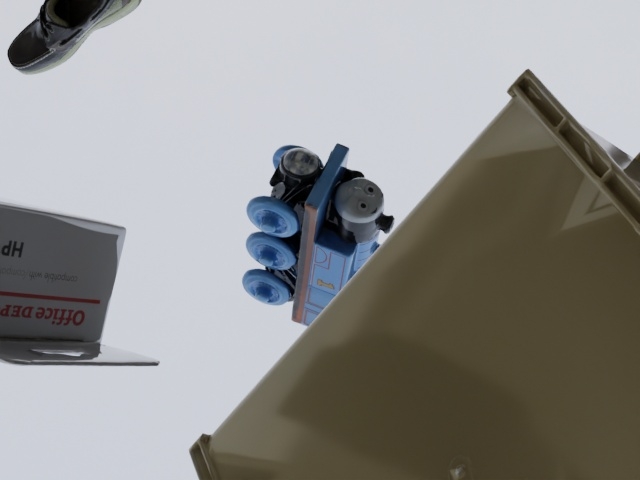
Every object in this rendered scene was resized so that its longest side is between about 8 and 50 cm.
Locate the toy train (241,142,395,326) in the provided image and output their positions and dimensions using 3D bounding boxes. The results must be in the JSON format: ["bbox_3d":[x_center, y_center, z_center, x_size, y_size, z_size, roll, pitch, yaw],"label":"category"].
[{"bbox_3d":[0.000,0.000,0.891,0.105,0.184,0.080,20,-125,7],"label":"toy train"}]

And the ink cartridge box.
[{"bbox_3d":[-0.163,0.007,0.513,0.180,0.104,0.060,12,-90,28],"label":"ink cartridge box"}]

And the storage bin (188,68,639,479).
[{"bbox_3d":[0.096,0.110,0.496,0.262,0.123,0.260,-49,-137,19],"label":"storage bin"}]

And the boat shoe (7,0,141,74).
[{"bbox_3d":[-0.233,-0.205,1.045,0.152,0.049,0.056,-32,-108,19],"label":"boat shoe"}]
